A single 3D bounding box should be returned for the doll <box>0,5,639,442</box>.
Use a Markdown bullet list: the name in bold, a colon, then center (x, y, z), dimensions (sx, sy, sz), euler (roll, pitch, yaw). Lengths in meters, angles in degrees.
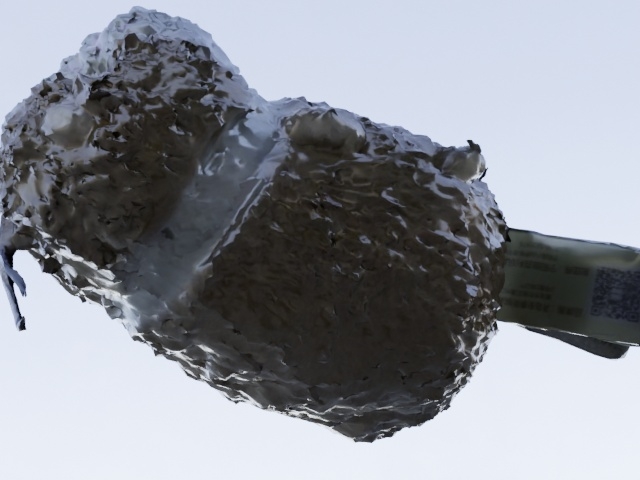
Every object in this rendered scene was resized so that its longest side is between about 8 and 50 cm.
- **doll**: center (0.000, 0.004, 0.509), dimensions (0.221, 0.115, 0.105), euler (19, -18, -18)
